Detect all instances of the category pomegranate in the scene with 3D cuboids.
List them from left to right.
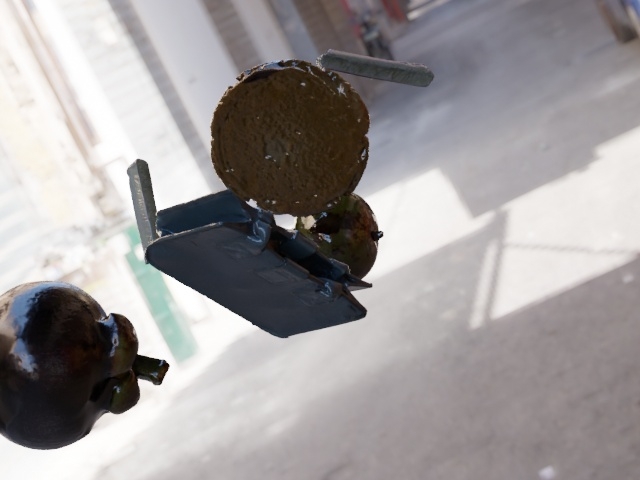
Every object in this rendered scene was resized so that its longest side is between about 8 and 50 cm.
[{"bbox_3d":[0.002,0.000,2.026,0.169,0.148,0.148,-9,6,-8],"label":"pomegranate"}]

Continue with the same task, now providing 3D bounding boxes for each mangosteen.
[{"bbox_3d":[-0.381,0.191,2.178,0.302,0.275,0.275,3,5,-7],"label":"mangosteen"}]

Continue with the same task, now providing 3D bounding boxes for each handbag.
[{"bbox_3d":[-0.068,0.027,1.615,0.179,0.229,0.062,-16,51,47],"label":"handbag"}]

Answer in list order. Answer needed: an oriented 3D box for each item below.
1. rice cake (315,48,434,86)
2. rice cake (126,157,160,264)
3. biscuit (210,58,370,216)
[{"bbox_3d":[0.083,-0.262,2.179,0.208,0.033,0.033,5,32,-32],"label":"rice cake"},{"bbox_3d":[-0.275,-0.044,2.240,0.030,0.180,0.042,8,-34,-38],"label":"rice cake"},{"bbox_3d":[-0.039,-0.133,1.884,0.226,0.226,0.042,-24,13,19],"label":"biscuit"}]
